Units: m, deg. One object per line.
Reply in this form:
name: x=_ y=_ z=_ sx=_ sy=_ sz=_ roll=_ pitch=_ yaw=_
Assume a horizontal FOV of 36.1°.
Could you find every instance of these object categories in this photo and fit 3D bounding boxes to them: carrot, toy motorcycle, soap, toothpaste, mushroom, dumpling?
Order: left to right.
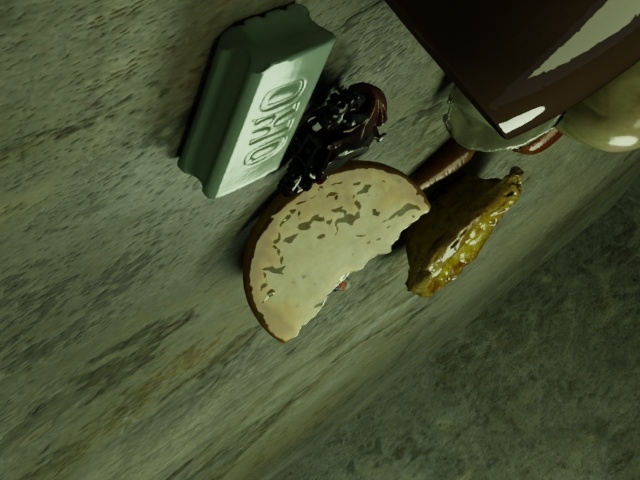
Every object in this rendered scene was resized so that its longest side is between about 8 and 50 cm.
soap: x=-0.070 y=-0.145 z=1.044 sx=0.119 sy=0.066 sz=0.198 roll=-32 pitch=159 yaw=-40
toothpaste: x=-0.004 y=0.079 z=1.795 sx=0.052 sy=0.033 sz=0.218 roll=-53 pitch=157 yaw=16
toy motorcycle: x=0.018 y=-0.130 z=1.258 sx=0.118 sy=0.084 sz=0.212 roll=-33 pitch=167 yaw=-37
carrot: x=0.189 y=-0.115 z=1.759 sx=0.216 sy=0.048 sz=0.048 roll=-36 pitch=162 yaw=-9
dumpling: x=0.299 y=-0.235 z=1.506 sx=0.247 sy=0.172 sz=0.142 roll=-58 pitch=173 yaw=34
mushroom: x=0.497 y=-0.275 z=1.586 sx=0.325 sy=0.353 sz=0.353 roll=-32 pitch=160 yaw=-24

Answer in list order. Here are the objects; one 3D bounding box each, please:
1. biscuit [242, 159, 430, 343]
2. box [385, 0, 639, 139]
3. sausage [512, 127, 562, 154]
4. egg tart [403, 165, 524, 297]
biscuit: x=0.001 y=-0.006 z=1.417 sx=0.309 sy=0.040 sz=0.204 roll=-43 pitch=127 yaw=1
box: x=0.203 y=-0.260 z=1.030 sx=0.216 sy=0.301 sz=0.301 roll=-42 pitch=164 yaw=10
sausage: x=0.512 y=-0.284 z=2.022 sx=0.300 sy=0.083 sz=0.089 roll=-48 pitch=175 yaw=15
egg tart: x=0.274 y=-0.030 z=2.003 sx=0.341 sy=0.129 sz=0.341 roll=-41 pitch=163 yaw=-16
